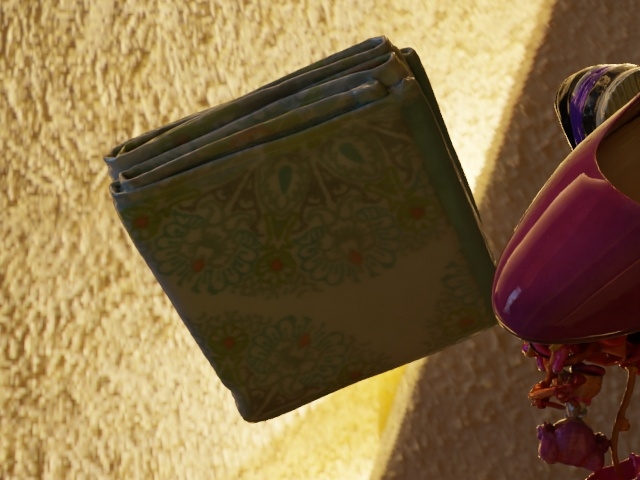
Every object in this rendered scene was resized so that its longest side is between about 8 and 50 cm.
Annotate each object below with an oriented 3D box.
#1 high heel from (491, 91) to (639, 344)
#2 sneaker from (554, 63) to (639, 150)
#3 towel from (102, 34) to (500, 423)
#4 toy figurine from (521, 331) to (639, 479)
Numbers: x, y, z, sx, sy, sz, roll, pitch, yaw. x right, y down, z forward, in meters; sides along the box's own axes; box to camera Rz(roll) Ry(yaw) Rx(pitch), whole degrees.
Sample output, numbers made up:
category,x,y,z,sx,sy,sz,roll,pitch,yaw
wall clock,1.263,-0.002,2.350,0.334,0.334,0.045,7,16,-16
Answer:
category,x,y,z,sx,sy,sz,roll,pitch,yaw
high heel,0.158,-0.059,0.518,0.244,0.082,0.117,-32,-32,-14
sneaker,0.296,-0.042,1.141,0.102,0.146,0.293,-47,-66,-6
towel,0.000,0.000,1.396,0.320,0.090,0.374,-21,-53,8
toy figurine,0.219,0.131,1.104,0.173,0.130,0.159,15,-110,-14
